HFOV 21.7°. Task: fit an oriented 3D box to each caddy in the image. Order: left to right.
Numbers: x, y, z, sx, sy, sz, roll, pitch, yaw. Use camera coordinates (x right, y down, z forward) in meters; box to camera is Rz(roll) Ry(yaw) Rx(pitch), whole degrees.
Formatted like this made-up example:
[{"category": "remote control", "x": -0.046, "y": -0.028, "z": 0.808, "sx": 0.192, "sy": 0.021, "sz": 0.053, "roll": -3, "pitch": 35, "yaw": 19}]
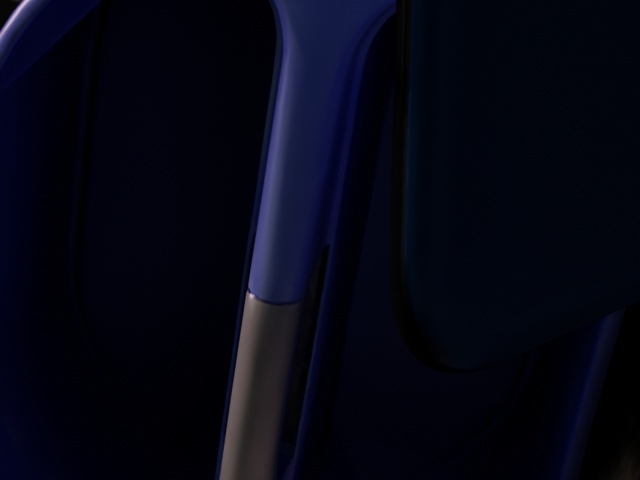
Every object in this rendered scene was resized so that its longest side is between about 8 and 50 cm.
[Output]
[{"category": "caddy", "x": -0.013, "y": 0.022, "z": 0.641, "sx": 0.179, "sy": 0.241, "sz": 0.341, "roll": -75, "pitch": -5, "yaw": -62}]

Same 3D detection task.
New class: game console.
[{"category": "game console", "x": 0.075, "y": -0.152, "z": 0.418, "sx": 0.250, "sy": 0.173, "sz": 0.293, "roll": -118, "pitch": 27, "yaw": -65}]
